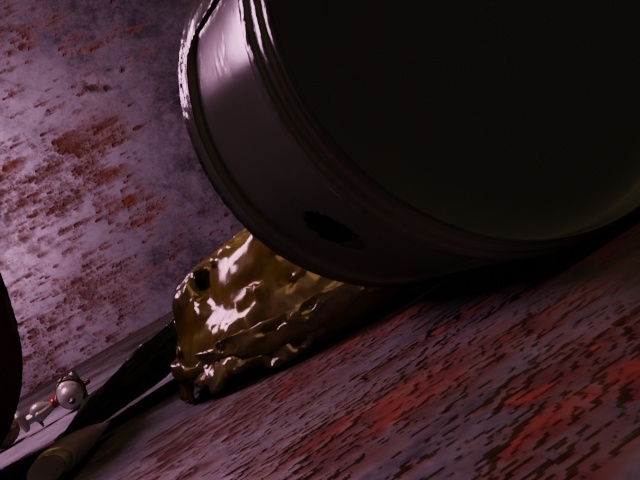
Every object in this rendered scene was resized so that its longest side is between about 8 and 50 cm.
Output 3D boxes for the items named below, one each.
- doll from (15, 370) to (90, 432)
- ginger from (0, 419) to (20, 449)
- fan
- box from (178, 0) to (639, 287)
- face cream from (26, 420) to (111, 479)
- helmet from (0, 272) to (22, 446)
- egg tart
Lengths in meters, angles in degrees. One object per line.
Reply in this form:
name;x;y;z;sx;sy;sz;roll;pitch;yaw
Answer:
doll;-0.303;0.186;1.085;0.085;0.040;0.058;-29;13;3
ginger;-0.424;0.235;1.073;0.165;0.067;0.096;-29;-19;11
fan;-0.124;0.088;0.774;0.240;0.009;0.131;-39;-12;-26
box;0.055;-0.096;0.470;0.226;0.226;0.149;-30;2;-21
face cream;-0.166;0.139;0.633;0.038;0.020;0.115;-30;1;-1
helmet;-0.380;0.133;0.788;0.338;0.230;0.385;-31;11;-28
egg tart;0.000;0.000;0.657;0.279;0.095;0.279;-34;6;4
